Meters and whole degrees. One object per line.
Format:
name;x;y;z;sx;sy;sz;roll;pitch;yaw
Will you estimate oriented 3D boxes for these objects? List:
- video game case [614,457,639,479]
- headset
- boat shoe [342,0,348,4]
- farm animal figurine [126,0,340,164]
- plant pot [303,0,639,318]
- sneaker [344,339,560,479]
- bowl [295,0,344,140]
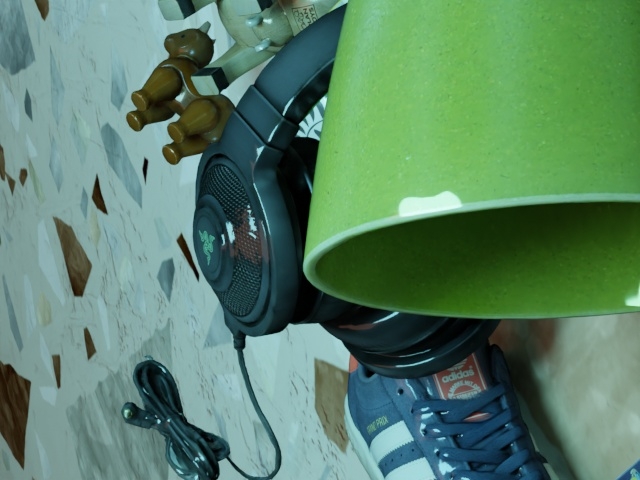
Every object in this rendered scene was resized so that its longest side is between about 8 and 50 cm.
video game case;0.257;0.220;1.118;0.201;0.023;0.183;67;154;21
headset;0.000;0.000;1.211;0.394;0.243;0.185;-59;40;15
boat shoe;0.053;-0.298;1.187;0.113;0.127;0.340;170;97;-78
farm animal figurine;-0.061;-0.219;1.431;0.326;0.172;0.330;24;139;40
plant pot;0.125;-0.126;0.991;0.275;0.274;0.294;146;126;-65
sneaker;0.104;0.144;1.270;0.350;0.131;0.148;-134;38;-55
bowl;0.054;-0.096;1.279;0.080;0.170;0.170;26;129;32
